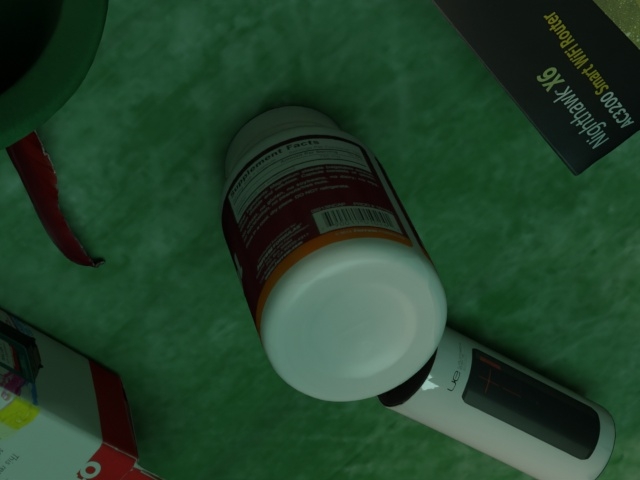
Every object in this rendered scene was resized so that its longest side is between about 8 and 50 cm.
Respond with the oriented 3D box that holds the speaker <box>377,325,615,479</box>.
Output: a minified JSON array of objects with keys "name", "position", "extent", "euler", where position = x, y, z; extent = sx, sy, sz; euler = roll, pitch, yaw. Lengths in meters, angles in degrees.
[{"name":"speaker","position":[0.096,0.091,0.988],"extent":[0.136,0.055,0.055],"euler":[28,111,-28]}]

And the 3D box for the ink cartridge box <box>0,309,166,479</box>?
[{"name":"ink cartridge box","position":[-0.189,0.106,0.906],"extent":[0.231,0.078,0.134],"euler":[34,109,-30]}]

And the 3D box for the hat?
[{"name":"hat","position":[-0.193,-0.086,0.815],"extent":[0.173,0.183,0.208],"euler":[-14,81,-20]}]

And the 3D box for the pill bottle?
[{"name":"pill bottle","position":[0.000,0.000,0.844],"extent":[0.086,0.152,0.086],"euler":[-7,123,-11]}]

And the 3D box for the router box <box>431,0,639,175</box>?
[{"name":"router box","position":[0.136,-0.185,0.746],"extent":[0.243,0.081,0.309],"euler":[-36,145,10]}]
